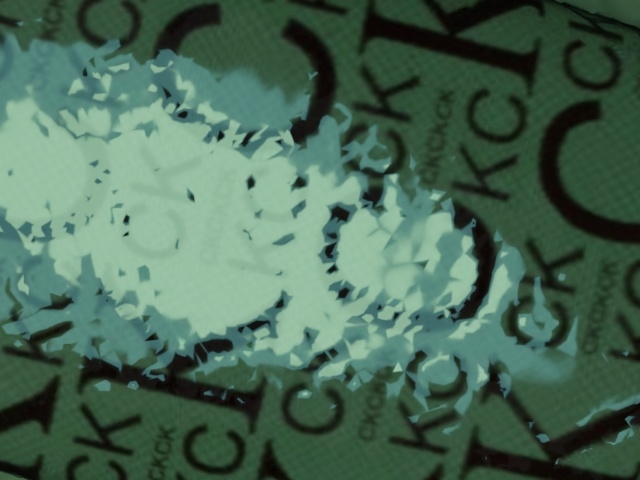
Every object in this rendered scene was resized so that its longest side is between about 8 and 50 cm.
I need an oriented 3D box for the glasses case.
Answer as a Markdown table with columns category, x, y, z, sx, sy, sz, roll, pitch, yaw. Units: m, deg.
| category | x | y | z | sx | sy | sz | roll | pitch | yaw |
| --- | --- | --- | --- | --- | --- | --- | --- | --- | --- |
| glasses case | 0.000 | 0.000 | 0.448 | 0.355 | 0.085 | 0.137 | 18 | 93 | -7 |
